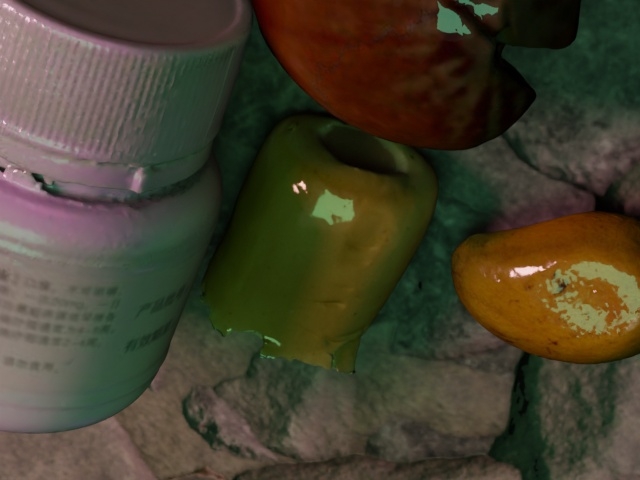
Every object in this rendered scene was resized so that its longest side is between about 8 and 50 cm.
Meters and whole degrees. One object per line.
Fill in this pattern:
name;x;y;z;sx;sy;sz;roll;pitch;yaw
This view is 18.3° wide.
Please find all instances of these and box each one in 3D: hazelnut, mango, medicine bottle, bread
hazelnut;0.070;-0.181;1.236;0.217;0.217;0.251;23;106;-4
mango;0.178;0.037;1.407;0.165;0.089;0.115;-13;115;19
medicine bottle;-0.182;-0.051;1.329;0.241;0.241;0.302;21;120;-3
bread;-0.001;0.001;1.417;0.134;0.085;0.173;22;120;-4
